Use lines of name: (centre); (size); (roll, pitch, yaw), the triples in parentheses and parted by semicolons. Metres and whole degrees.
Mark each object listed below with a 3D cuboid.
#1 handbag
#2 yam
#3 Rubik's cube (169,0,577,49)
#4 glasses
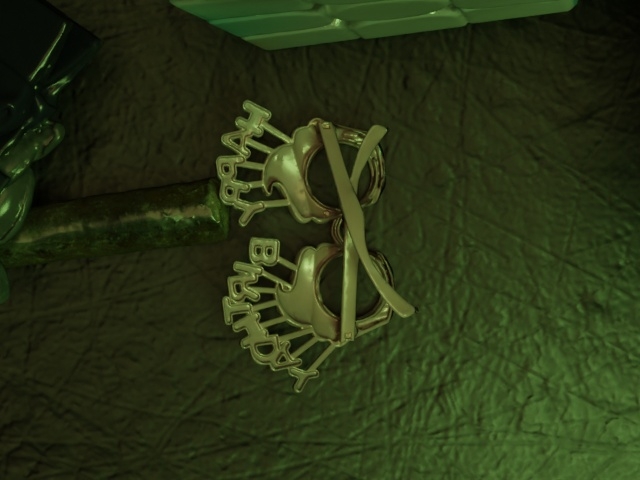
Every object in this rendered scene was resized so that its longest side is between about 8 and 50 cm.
handbag: (-0.341, -0.082, 1.161); (0.269, 0.118, 0.325); (36, 92, 23)
yam: (-0.216, -0.009, 1.220); (0.274, 0.061, 0.061); (-9, 92, 2)
Rubik's cube: (0.044, -0.319, 1.075); (0.291, 0.290, 0.291); (-4, 90, 11)
glasses: (-0.008, 0.001, 1.189); (0.162, 0.095, 0.255); (-5, 86, -13)
